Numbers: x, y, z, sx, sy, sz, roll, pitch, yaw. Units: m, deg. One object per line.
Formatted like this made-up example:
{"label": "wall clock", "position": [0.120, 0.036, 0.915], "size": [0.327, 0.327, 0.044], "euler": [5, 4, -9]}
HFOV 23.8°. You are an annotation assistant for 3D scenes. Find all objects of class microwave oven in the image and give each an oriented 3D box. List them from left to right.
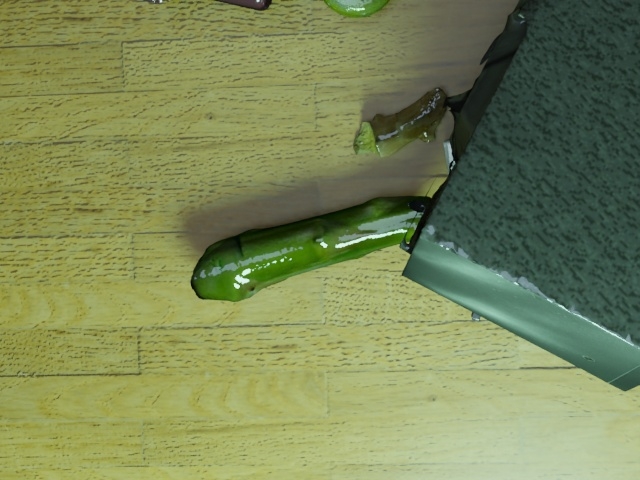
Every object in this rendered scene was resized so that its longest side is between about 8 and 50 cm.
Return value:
{"label": "microwave oven", "position": [0.323, -0.101, 1.729], "size": [0.374, 0.236, 0.432], "euler": [27, 78, 4]}

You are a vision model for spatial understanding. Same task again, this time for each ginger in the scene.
{"label": "ginger", "position": [0.102, -0.142, 1.917], "size": [0.137, 0.044, 0.057], "euler": [-26, 74, 8]}

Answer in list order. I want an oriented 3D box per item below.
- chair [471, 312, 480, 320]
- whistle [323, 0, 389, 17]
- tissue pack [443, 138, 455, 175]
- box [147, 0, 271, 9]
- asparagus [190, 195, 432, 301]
{"label": "chair", "position": [0.258, 0.000, 1.891], "size": [0.101, 0.084, 0.212], "euler": [12, 98, 2]}
{"label": "whistle", "position": [0.089, -0.346, 1.895], "size": [0.198, 0.057, 0.104], "euler": [-20, 88, 2]}
{"label": "tissue pack", "position": [0.212, -0.107, 1.914], "size": [0.108, 0.023, 0.056], "euler": [-9, 95, 9]}
{"label": "box", "position": [-0.114, -0.417, 1.847], "size": [0.167, 0.193, 0.294], "euler": [15, 97, -3]}
{"label": "asparagus", "position": [0.001, 0.002, 1.926], "size": [0.343, 0.085, 0.082], "euler": [-18, 97, 8]}
